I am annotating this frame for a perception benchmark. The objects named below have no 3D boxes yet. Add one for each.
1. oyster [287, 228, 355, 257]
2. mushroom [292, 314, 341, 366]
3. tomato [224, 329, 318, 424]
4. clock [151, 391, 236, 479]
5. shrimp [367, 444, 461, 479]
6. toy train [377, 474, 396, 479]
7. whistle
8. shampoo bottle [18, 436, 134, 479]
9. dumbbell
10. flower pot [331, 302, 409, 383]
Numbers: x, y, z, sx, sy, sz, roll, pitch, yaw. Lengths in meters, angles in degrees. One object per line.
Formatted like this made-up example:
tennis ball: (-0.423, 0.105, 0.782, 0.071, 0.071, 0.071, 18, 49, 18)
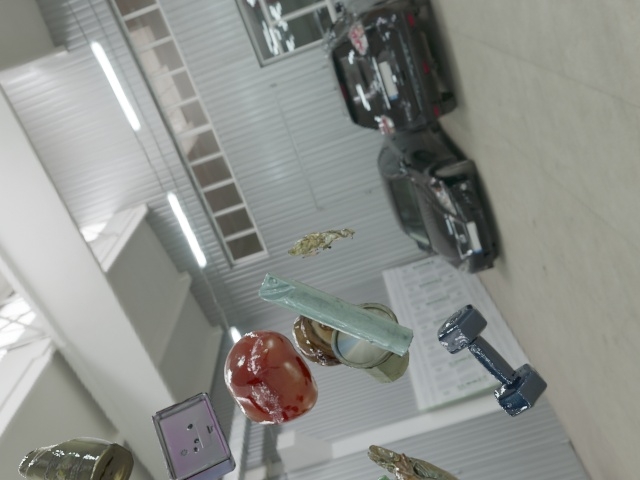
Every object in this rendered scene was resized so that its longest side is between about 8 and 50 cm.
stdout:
oyster: (0.008, -0.002, 1.949, 0.133, 0.209, 0.071, -17, -97, -52)
mushroom: (0.017, 0.358, 2.281, 0.253, 0.253, 0.153, -102, 30, -46)
tomato: (-0.151, 0.398, 1.776, 0.298, 0.226, 0.298, 55, 167, 20)
clock: (-0.294, 0.464, 1.417, 0.193, 0.145, 0.073, -126, 20, -44)
shrimp: (0.253, 0.617, 1.612, 0.168, 0.318, 0.077, 26, -103, -59)
toy train: (0.276, 0.839, 1.887, 0.272, 0.159, 0.188, 45, 168, 10)
whistle: (0.031, 0.142, 1.197, 0.062, 0.312, 0.062, -156, 90, -83)
shampoo bottle: (-0.529, 0.481, 1.306, 0.084, 0.350, 0.125, 45, -129, -31)
dumbbell: (0.485, 0.338, 1.753, 0.325, 0.160, 0.144, 46, 157, 1)
flower pot: (0.172, 0.323, 1.833, 0.202, 0.213, 0.212, 49, -160, -42)
